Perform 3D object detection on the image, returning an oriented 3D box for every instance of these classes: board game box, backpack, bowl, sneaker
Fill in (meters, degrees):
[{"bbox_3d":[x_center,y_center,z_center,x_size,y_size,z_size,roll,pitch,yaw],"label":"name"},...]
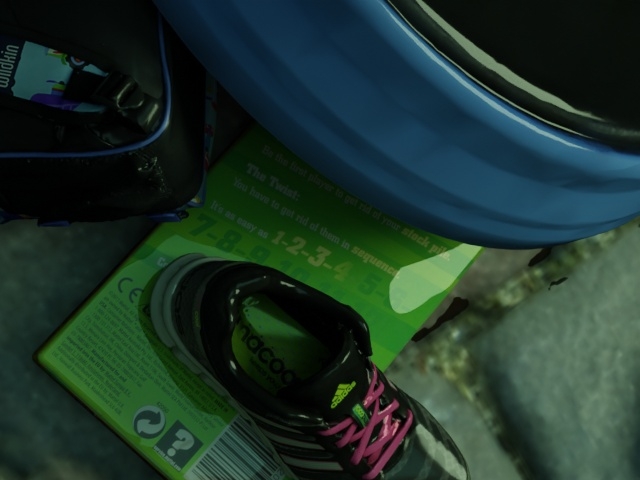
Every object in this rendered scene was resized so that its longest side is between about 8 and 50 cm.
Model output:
[{"bbox_3d":[0.000,0.000,0.617,0.124,0.039,0.259,45,75,-10],"label":"board game box"},{"bbox_3d":[-0.136,-0.080,0.534,0.173,0.117,0.158,-5,70,6],"label":"backpack"},{"bbox_3d":[0.071,-0.194,0.569,0.391,0.077,0.391,16,64,-35],"label":"bowl"},{"bbox_3d":[0.004,0.067,0.554,0.170,0.075,0.063,43,73,-12],"label":"sneaker"}]
